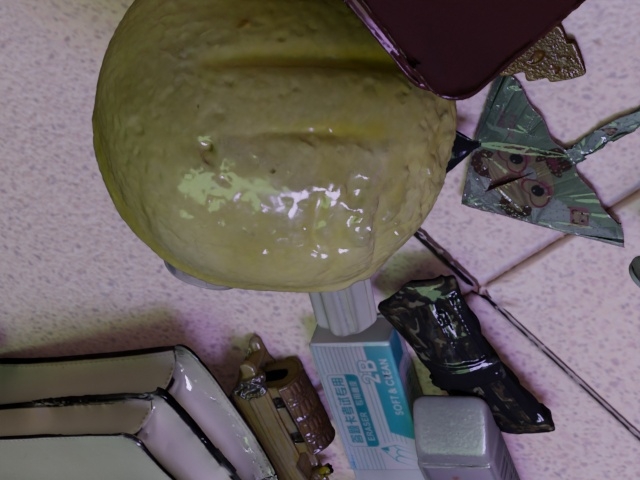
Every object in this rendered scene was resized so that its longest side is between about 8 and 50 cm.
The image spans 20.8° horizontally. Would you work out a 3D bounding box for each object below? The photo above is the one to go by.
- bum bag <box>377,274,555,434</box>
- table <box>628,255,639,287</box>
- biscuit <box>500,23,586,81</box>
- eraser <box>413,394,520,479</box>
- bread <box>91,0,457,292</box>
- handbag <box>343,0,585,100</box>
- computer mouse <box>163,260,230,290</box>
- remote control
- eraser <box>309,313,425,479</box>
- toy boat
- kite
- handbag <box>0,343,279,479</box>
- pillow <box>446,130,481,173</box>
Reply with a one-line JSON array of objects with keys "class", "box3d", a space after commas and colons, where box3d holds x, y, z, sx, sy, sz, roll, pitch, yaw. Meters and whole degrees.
[{"class": "bum bag", "box3d": [0.152, 0.127, 1.845, 0.102, 0.069, 0.248, -21, 120, 26]}, {"class": "table", "box3d": [0.399, -0.011, 1.588, 0.166, 0.166, 0.198, 25, 125, -2]}, {"class": "biscuit", "box3d": [0.203, -0.176, 1.604, 0.092, 0.016, 0.082, 22, 128, 0]}, {"class": "eraser", "box3d": [0.182, 0.293, 1.951, 0.089, 0.061, 0.352, -1, 141, 20]}, {"class": "bread", "box3d": [-0.041, -0.113, 1.554, 0.320, 0.320, 0.237, 21, 138, 2]}, {"class": "handbag", "box3d": [0.109, -0.283, 1.418, 0.260, 0.084, 0.275, -40, 110, 0]}, {"class": "computer mouse", "box3d": [-0.120, 0.018, 1.874, 0.096, 0.039, 0.066, 12, 132, 21]}, {"class": "remote control", "box3d": [0.001, -0.001, 1.787, 0.090, 0.049, 0.230, 28, 144, 43]}, {"class": "eraser", "box3d": [0.064, 0.182, 1.937, 0.095, 0.052, 0.225, -3, 128, 20]}, {"class": "toy boat", "box3d": [-0.033, 0.209, 1.986, 0.088, 0.068, 0.226, -13, 123, 20]}, {"class": "kite", "box3d": [0.238, -0.080, 1.675, 0.250, 0.012, 0.229, -26, 115, 35]}, {"class": "handbag", "box3d": [-0.250, 0.260, 2.016, 0.358, 0.160, 0.237, -7, 133, 39]}, {"class": "pillow", "box3d": [0.081, -0.082, 1.706, 0.090, 0.048, 0.150, 48, 134, 4]}]
